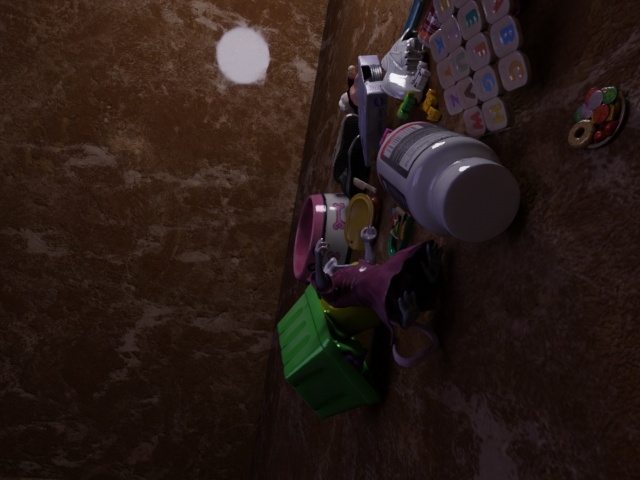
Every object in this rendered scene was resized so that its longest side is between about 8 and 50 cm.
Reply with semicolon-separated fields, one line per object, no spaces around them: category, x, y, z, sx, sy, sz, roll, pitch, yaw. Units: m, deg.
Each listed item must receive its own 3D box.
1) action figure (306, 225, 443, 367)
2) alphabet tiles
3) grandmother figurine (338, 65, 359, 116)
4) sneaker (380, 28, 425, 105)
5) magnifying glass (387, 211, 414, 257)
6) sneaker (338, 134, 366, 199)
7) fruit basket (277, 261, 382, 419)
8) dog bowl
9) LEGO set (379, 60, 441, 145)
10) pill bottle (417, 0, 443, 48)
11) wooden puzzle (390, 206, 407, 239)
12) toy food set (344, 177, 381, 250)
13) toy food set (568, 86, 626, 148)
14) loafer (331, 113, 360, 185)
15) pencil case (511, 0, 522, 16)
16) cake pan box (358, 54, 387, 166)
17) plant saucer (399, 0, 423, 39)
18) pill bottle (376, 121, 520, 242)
action figure;0.114;0.107;1.086;0.370;0.248;0.276;-11;94;52
alphabet tiles;0.276;-0.335;0.872;0.278;0.021;0.284;-161;53;-77
grandmother figurine;0.144;-0.533;1.753;0.342;0.104;0.208;-158;63;-80
sneaker;0.232;-0.475;1.297;0.129;0.111;0.297;119;157;-43
magnifying glass;0.221;-0.047;1.210;0.092;0.026;0.231;-95;17;-49
sneaker;0.117;-0.259;1.677;0.130;0.087;0.228;-154;68;-70
fruit basket;0.070;0.239;1.302;0.392;0.283;0.392;-31;21;13
dog bowl;0.000;0.000;1.869;0.408;0.150;0.408;-170;90;-77
LEGO set;0.242;-0.309;1.177;0.093;0.087;0.227;-104;32;-54
pill bottle;0.292;-0.526;1.097;0.152;0.086;0.086;111;163;-44
wooden puzzle;0.197;-0.045;1.225;0.116;0.014;0.079;-129;49;-75
toy food set;0.146;-0.076;1.489;0.128;0.071;0.218;27;111;52
toy food set;0.369;-0.164;0.634;0.083;0.020;0.083;-160;80;-78
loafer;0.103;-0.340;1.789;0.092;0.102;0.269;-93;15;-72
pencil case;0.329;-0.555;0.873;0.124;0.124;0.284;-167;87;-78
cake pan box;0.158;-0.409;1.482;0.246;0.070;0.267;-96;0;-46
plant saucer;0.267;-0.634;1.450;0.067;0.018;0.192;-96;20;-50
pill bottle;0.225;-0.112;0.878;0.318;0.176;0.176;-111;33;-67
